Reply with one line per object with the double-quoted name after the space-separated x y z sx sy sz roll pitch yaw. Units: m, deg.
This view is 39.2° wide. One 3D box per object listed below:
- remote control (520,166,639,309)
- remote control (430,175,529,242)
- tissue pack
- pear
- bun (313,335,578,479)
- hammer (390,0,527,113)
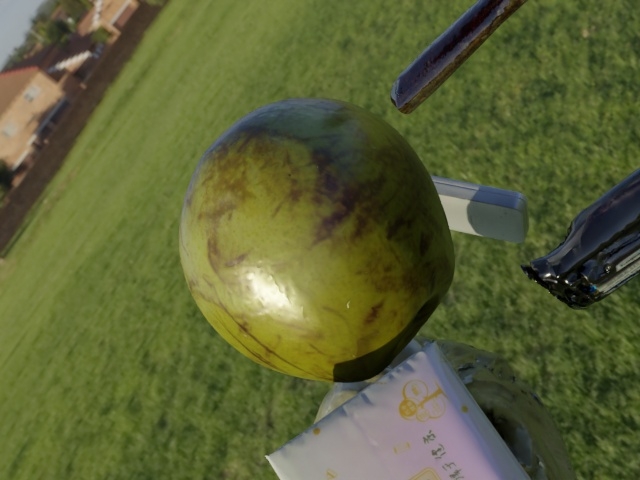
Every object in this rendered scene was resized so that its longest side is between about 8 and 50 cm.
0.357 -0.070 0.769 0.398 0.144 0.062 -40 57 20 "remote control"
0.165 -0.053 1.256 0.250 0.103 0.034 12 66 22 "remote control"
0.092 0.235 0.790 0.185 0.225 0.124 -34 -16 -5 "tissue pack"
0.000 0.000 0.887 0.283 0.283 0.284 -43 23 23 "pear"
0.151 0.272 1.001 0.234 0.326 0.362 -49 36 45 "bun"
0.067 -0.087 0.348 0.178 0.021 0.065 145 133 -59 "hammer"
